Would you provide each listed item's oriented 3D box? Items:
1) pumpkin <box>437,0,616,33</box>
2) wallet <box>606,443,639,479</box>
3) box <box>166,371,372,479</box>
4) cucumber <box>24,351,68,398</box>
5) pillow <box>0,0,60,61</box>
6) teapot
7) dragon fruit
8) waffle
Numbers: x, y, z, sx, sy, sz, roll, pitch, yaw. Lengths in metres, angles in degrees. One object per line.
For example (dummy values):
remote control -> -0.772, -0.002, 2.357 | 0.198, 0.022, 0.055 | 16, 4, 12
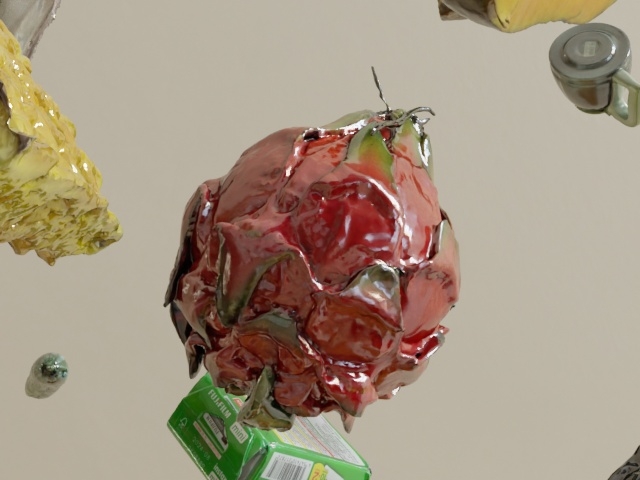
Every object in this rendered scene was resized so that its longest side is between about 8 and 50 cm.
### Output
pumpkin -> 0.177, -0.269, 1.048 | 0.139, 0.317, 0.222 | 39, -59, 20
wallet -> 0.208, 0.235, 0.720 | 0.146, 0.030, 0.285 | -36, -60, -23
box -> -0.063, 0.274, 1.640 | 0.103, 0.180, 0.250 | -53, -40, 9
cucumber -> -0.286, 0.140, 1.310 | 0.039, 0.168, 0.039 | 6, -108, -18
pillow -> -0.356, -0.194, 1.298 | 0.130, 0.038, 0.233 | 20, -94, 7
teapot -> 0.316, -0.178, 1.431 | 0.092, 0.124, 0.091 | -16, -41, 10
dragon fruit -> 0.000, 0.000, 0.952 | 0.233, 0.293, 0.234 | 12, -24, 5
waffle -> -0.162, -0.070, 0.590 | 0.055, 0.211, 0.160 | -32, -100, -1
